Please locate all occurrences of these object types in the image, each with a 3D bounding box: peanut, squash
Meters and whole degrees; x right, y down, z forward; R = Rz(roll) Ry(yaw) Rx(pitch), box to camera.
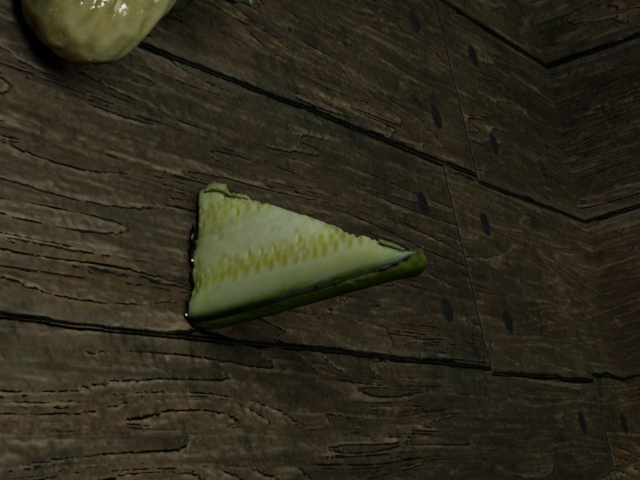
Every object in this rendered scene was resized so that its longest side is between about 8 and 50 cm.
[{"bbox_3d":[-0.170,-0.297,1.486,0.143,0.291,0.159,33,1,-45],"label":"peanut"},{"bbox_3d":[0.000,0.000,1.603,0.093,0.252,0.169,48,33,-47],"label":"squash"}]

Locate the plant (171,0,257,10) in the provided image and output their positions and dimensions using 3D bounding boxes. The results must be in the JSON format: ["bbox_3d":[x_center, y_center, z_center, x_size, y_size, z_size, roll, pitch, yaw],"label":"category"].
[{"bbox_3d":[-0.121,-0.390,1.643,0.213,0.215,0.312,-97,-169,-67],"label":"plant"}]
